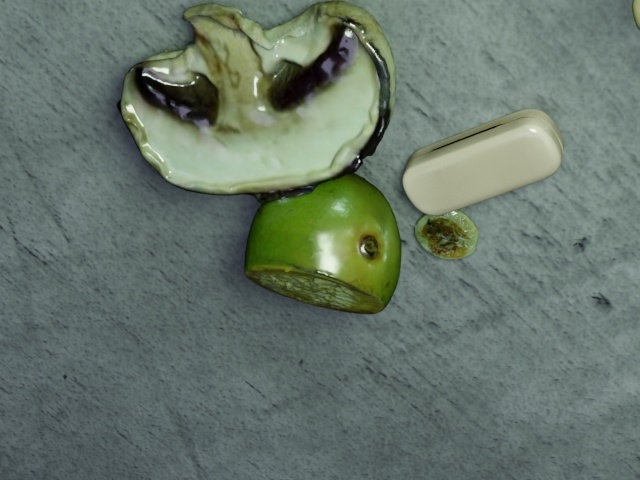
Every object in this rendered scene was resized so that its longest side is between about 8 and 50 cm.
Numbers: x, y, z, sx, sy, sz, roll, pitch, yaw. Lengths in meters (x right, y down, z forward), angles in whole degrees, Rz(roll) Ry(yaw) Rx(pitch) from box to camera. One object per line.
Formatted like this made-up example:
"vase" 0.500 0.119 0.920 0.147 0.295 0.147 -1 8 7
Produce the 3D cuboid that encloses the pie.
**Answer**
"pie" 0.161 -0.007 1.607 0.085 0.017 0.085 8 131 10

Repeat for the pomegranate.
"pomegranate" 0.013 0.001 1.578 0.190 0.159 0.241 11 162 12

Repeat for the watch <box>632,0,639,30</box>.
"watch" 0.476 -0.236 1.123 0.327 0.335 0.314 33 130 1

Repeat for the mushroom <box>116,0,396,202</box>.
"mushroom" -0.061 -0.174 1.469 0.344 0.130 0.247 -21 104 28

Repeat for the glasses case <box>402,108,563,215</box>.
"glasses case" 0.191 -0.091 1.508 0.196 0.050 0.083 -19 119 28
